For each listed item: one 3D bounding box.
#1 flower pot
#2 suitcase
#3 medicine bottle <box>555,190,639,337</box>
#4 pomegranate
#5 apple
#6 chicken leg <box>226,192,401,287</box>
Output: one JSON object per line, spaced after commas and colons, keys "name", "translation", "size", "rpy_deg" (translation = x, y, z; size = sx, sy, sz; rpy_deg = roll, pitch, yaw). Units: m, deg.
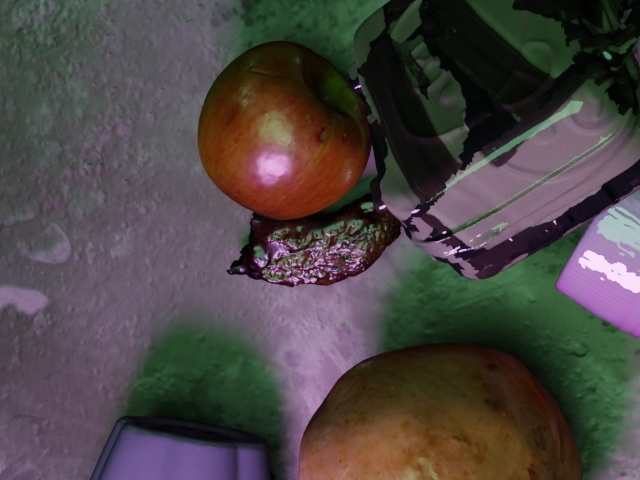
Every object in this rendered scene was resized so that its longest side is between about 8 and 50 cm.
{"name": "flower pot", "translation": [-0.165, 0.336, 1.849], "size": [0.265, 0.265, 0.243], "rpy_deg": [12, 92, 13]}
{"name": "suitcase", "translation": [0.213, -0.155, 1.610], "size": [0.339, 0.351, 0.194], "rpy_deg": [-32, 130, 20]}
{"name": "medicine bottle", "translation": [0.455, 0.066, 1.639], "size": [0.388, 0.219, 0.219], "rpy_deg": [30, 105, 10]}
{"name": "pomegranate", "translation": [0.114, 0.271, 1.733], "size": [0.338, 0.338, 0.338], "rpy_deg": [3, 100, 15]}
{"name": "apple", "translation": [-0.043, -0.117, 1.764], "size": [0.196, 0.196, 0.196], "rpy_deg": [3, 100, 15]}
{"name": "chicken leg", "translation": [0.000, 0.000, 1.837], "size": [0.234, 0.063, 0.105], "rpy_deg": [-7, 102, 14]}
